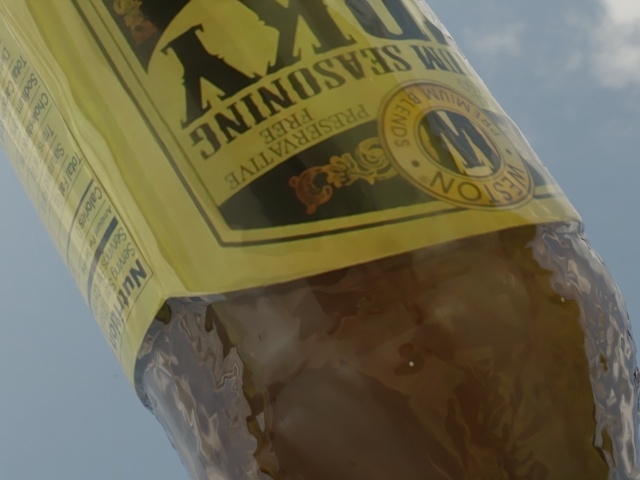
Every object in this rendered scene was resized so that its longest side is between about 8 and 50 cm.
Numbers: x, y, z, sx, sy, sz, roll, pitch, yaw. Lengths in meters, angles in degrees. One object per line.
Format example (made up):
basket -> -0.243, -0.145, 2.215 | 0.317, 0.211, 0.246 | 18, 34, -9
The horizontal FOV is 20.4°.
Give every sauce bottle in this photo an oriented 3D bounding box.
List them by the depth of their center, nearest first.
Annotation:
sauce bottle -> 0.000, 0.000, 0.418 | 0.111, 0.111, 0.344 | -30, -116, -8
